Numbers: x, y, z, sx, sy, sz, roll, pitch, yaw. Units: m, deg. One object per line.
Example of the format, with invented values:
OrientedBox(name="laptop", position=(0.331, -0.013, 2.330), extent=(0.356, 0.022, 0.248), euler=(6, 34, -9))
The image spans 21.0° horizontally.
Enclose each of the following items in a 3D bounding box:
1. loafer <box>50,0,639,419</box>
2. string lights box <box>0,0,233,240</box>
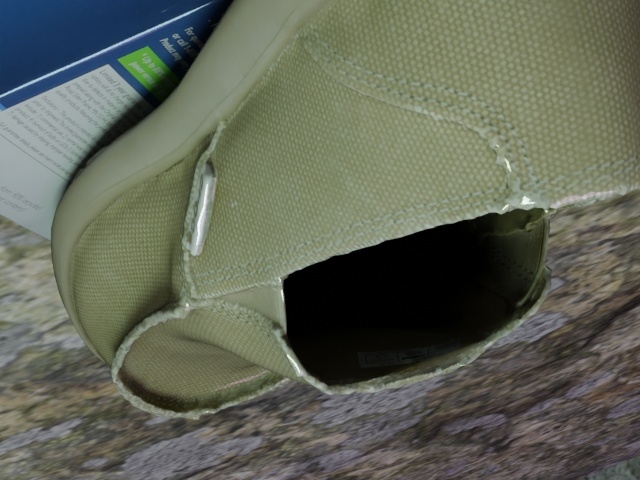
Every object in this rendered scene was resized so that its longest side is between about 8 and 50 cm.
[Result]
OrientedBox(name="loafer", position=(0.000, 0.000, 0.448), extent=(0.102, 0.092, 0.268), euler=(-11, 160, -25))
OrientedBox(name="string lights box", position=(0.012, -0.088, 0.483), extent=(0.260, 0.076, 0.133), euler=(-23, 163, 9))
